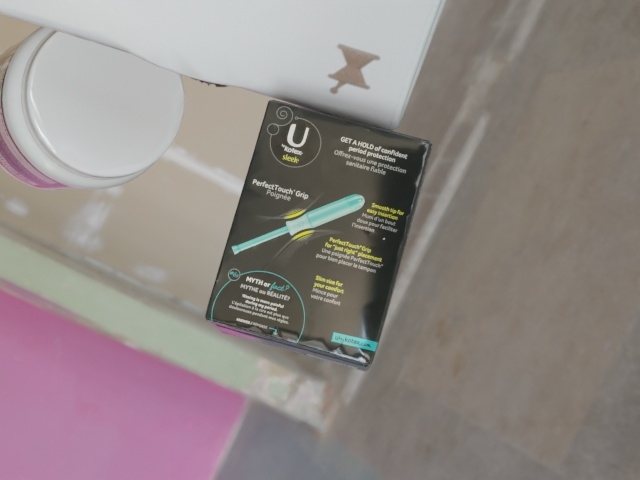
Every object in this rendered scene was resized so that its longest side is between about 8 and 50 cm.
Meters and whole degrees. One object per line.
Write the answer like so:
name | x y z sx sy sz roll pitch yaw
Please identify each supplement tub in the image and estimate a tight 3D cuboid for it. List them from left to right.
supplement tub | -0.275 -0.152 1.342 0.272 0.191 0.191 4 67 65

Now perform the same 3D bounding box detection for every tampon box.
tampon box | 0.000 0.000 0.845 0.101 0.120 0.161 90 -164 -81

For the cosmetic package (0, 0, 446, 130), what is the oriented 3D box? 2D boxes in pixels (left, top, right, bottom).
cosmetic package | -0.028 -0.356 0.899 0.393 0.329 0.327 -77 5 -47

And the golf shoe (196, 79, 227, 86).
golf shoe | -0.129 -0.223 1.073 0.067 0.186 0.086 -33 15 41
